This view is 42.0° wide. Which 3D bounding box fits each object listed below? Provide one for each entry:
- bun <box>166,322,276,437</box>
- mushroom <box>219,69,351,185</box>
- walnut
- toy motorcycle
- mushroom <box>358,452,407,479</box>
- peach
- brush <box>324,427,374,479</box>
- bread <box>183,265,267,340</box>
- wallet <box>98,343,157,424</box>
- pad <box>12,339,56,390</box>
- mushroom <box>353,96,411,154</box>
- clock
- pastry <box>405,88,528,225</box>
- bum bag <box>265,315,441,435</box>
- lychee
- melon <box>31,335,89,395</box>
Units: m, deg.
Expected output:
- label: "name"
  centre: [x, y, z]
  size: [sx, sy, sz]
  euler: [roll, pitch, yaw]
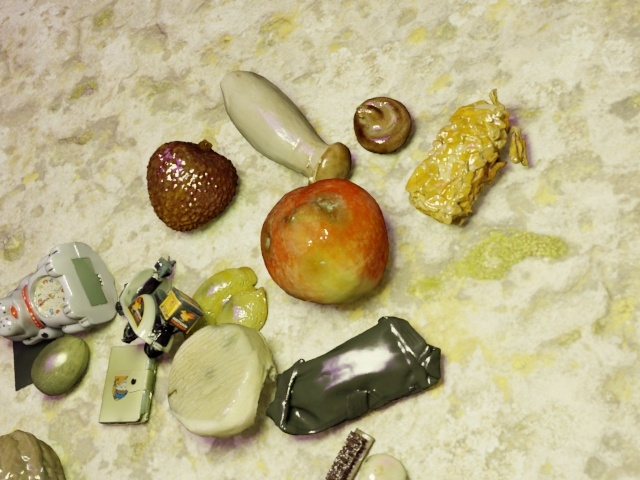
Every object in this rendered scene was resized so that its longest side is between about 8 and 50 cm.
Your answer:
- label: "bun"
  centre: [-0.170, 0.253, 1.497]
  size: [0.210, 0.116, 0.237]
  euler: [-45, 44, 5]
- label: "mushroom"
  centre: [-0.077, -0.220, 1.665]
  size: [0.350, 0.128, 0.128]
  euler: [40, 88, 27]
- label: "walnut"
  centre: [-0.563, 0.461, 1.554]
  size: [0.178, 0.178, 0.230]
  euler: [-24, 57, 14]
- label: "toy motorcycle"
  centre: [-0.325, 0.124, 1.621]
  size: [0.157, 0.091, 0.263]
  euler: [-49, 33, 1]
- label: "mushroom"
  centre: [0.099, 0.384, 1.338]
  size: [0.084, 0.067, 0.083]
  euler: [7, 56, -10]
- label: "peach"
  centre: [0.000, 0.000, 1.452]
  size: [0.232, 0.257, 0.232]
  euler: [-13, 61, 24]
- label: "brush"
  centre: [0.011, 0.426, 1.377]
  size: [0.043, 0.036, 0.248]
  euler: [23, 78, 36]
- label: "bread"
  centre: [-0.190, 0.135, 1.596]
  size: [0.188, 0.065, 0.149]
  euler: [-37, 62, 4]
- label: "wallet"
  centre: [-0.372, 0.280, 1.626]
  size: [0.110, 0.039, 0.155]
  euler: [-8, 63, 25]
- label: "pad"
  centre: [-0.616, 0.217, 1.792]
  size: [0.116, 0.004, 0.193]
  euler: [-25, 58, 13]
- label: "mushroom"
  centre: [0.116, -0.222, 1.604]
  size: [0.109, 0.085, 0.126]
  euler: [2, 60, -12]
- label: "clock"
  centre: [-0.573, 0.132, 1.721]
  size: [0.254, 0.189, 0.189]
  euler: [-25, 59, 17]
- label: "pastry"
  centre: [0.264, -0.143, 1.481]
  size: [0.250, 0.102, 0.154]
  euler: [-54, 45, -2]
- label: "bum bag"
  centre: [0.051, 0.233, 1.429]
  size: [0.326, 0.080, 0.142]
  euler: [-24, 66, 10]
- label: "lychee"
  centre: [-0.261, -0.117, 1.682]
  size: [0.194, 0.194, 0.194]
  euler: [-10, 63, 21]
- label: "melon"
  centre: [-0.522, 0.251, 1.678]
  size: [0.098, 0.098, 0.130]
  euler: [27, 73, 33]
